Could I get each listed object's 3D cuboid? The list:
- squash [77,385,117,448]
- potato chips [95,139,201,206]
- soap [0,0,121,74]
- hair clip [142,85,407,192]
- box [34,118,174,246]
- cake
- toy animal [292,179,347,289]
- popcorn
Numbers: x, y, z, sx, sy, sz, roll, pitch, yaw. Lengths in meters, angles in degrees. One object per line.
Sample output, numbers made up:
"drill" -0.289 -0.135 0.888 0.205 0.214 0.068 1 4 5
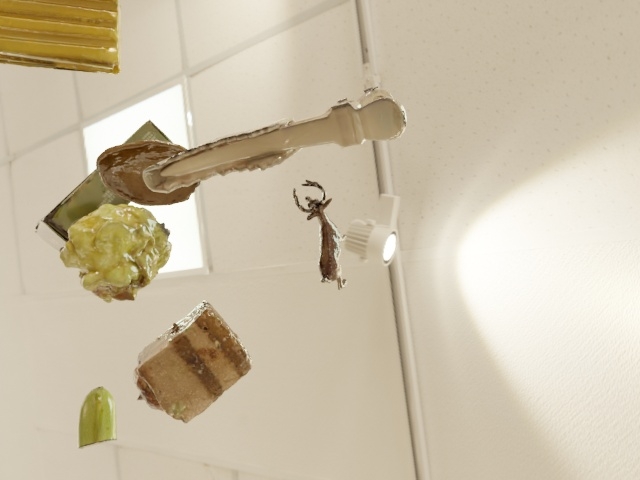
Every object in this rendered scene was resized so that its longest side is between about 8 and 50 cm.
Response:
"squash" -0.727 0.572 1.590 0.123 0.123 0.187 -20 -110 35
"potato chips" -0.349 -0.143 1.010 0.201 0.049 0.150 -5 -50 0
"soap" -0.667 -0.528 1.209 0.096 0.323 0.205 162 -72 -72
"hair clip" -0.040 -0.082 0.406 0.225 0.072 0.034 -12 -66 15
"box" -0.658 -0.151 1.494 0.138 0.420 0.372 46 -26 -23
"cake" -0.336 0.309 1.210 0.196 0.293 0.198 57 -13 -13
"toy animal" 0.018 -0.007 1.230 0.087 0.260 0.244 -17 -112 9
"popcorn" -0.504 0.030 1.220 0.214 0.286 0.253 5 -103 16
